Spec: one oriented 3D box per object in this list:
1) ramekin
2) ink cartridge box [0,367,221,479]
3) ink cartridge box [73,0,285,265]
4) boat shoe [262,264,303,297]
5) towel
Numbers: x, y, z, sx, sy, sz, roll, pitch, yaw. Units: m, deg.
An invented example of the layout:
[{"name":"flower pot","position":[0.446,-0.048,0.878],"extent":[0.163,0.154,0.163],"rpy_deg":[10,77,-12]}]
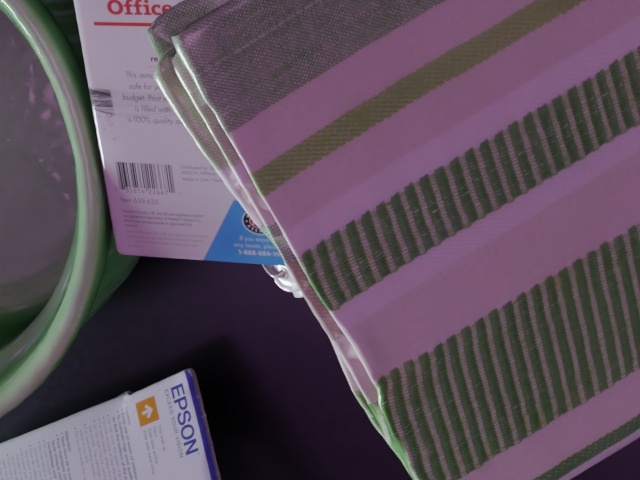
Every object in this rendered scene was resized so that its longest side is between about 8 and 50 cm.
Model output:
[{"name":"ramekin","position":[-0.236,-0.049,0.771],"extent":[0.303,0.148,0.303],"rpy_deg":[4,106,15]},{"name":"ink cartridge box","position":[-0.133,0.216,0.824],"extent":[0.224,0.045,0.223],"rpy_deg":[-23,70,22]},{"name":"ink cartridge box","position":[-0.054,-0.082,0.652],"extent":[0.104,0.060,0.180],"rpy_deg":[4,118,17]},{"name":"boat shoe","position":[0.000,0.000,0.754],"extent":[0.226,0.083,0.076],"rpy_deg":[34,110,3]},{"name":"towel","position":[0.097,-0.023,0.647],"extent":[0.247,0.038,0.325],"rpy_deg":[-30,118,-2]}]
